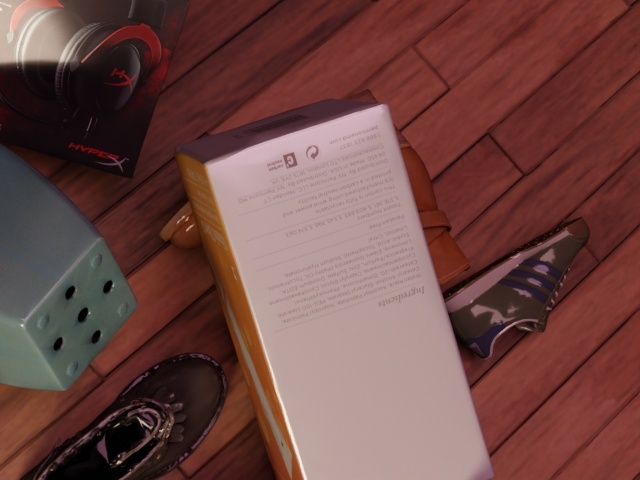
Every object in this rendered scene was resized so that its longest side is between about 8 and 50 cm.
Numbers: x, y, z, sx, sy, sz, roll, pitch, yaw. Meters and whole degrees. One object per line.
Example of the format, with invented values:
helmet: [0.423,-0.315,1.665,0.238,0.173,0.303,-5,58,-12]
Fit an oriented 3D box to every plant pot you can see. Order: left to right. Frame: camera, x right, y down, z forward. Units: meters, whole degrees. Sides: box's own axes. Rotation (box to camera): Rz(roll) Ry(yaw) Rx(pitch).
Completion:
plant pot: [-0.289,0.022,1.416,0.234,0.165,0.166,25,63,31]

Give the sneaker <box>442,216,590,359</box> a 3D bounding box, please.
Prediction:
sneaker: [0.214,0.054,1.688,0.192,0.064,0.086,-29,92,-23]

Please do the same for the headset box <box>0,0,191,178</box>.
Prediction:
headset box: [-0.234,-0.233,1.509,0.218,0.110,0.293,17,112,-13]

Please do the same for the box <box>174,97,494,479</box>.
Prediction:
box: [0.007,0.060,1.467,0.168,0.215,0.345,-19,99,-10]

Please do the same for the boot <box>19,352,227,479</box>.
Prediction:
boot: [-0.163,0.175,1.435,0.263,0.229,0.091,-39,89,-23]

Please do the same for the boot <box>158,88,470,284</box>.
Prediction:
boot: [0.000,0.000,1.621,0.283,0.109,0.220,-30,89,-30]
